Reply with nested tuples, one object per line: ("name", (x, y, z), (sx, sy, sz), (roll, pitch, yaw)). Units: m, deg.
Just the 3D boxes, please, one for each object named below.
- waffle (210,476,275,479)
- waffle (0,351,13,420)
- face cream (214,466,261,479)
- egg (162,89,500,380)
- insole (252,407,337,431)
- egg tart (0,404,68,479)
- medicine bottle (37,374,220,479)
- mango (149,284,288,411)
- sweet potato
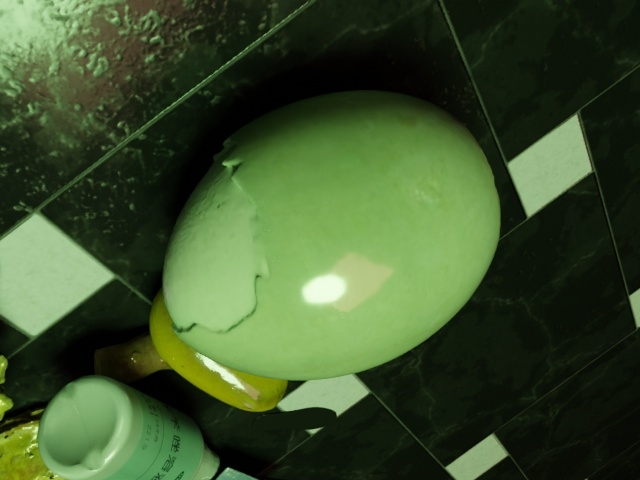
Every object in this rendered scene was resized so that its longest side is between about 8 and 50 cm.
("waffle", (-0.107, 0.407, 1.049), (0.191, 0.032, 0.125), (-14, 126, -19))
("waffle", (-0.450, 0.111, 0.596), (0.307, 0.060, 0.312), (16, 135, -25))
("face cream", (-0.228, 0.501, 0.993), (0.385, 0.086, 0.135), (-45, 127, 9))
("egg", (0.000, 0.000, 0.639), (0.336, 0.278, 0.278), (-23, 131, -18))
("insole", (-0.039, 0.291, 1.012), (0.152, 0.002, 0.053), (2, 122, -28))
("egg tart", (-0.351, 0.309, 0.820), (0.212, 0.090, 0.212), (-12, 130, -14))
("medicine bottle", (-0.212, 0.268, 0.804), (0.110, 0.110, 0.352), (-31, 151, -3))
("mango", (-0.118, 0.122, 0.744), (0.137, 0.195, 0.098), (-33, 175, -45))
("sweet potato", (-0.148, 0.144, 0.816), (0.281, 0.059, 0.067), (0, 84, -31))
